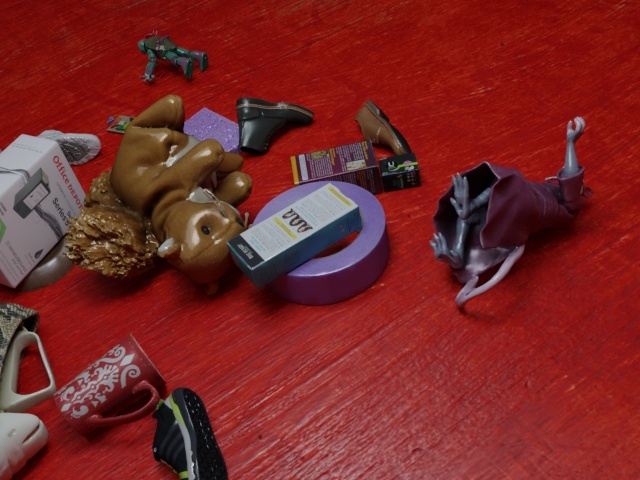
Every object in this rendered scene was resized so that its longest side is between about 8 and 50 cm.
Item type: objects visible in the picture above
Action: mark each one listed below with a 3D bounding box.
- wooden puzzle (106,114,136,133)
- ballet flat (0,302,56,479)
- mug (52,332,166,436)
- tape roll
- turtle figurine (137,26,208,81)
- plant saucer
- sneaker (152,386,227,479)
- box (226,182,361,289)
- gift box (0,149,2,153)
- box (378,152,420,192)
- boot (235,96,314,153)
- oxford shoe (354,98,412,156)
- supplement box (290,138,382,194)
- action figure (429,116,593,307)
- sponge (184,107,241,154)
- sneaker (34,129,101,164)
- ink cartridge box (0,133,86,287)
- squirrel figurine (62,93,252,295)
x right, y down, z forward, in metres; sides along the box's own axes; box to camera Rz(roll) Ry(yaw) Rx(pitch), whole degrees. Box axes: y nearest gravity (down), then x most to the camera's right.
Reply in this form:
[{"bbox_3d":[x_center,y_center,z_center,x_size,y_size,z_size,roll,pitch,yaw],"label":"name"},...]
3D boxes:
[{"bbox_3d":[-0.539,-0.319,1.990,0.116,0.014,0.078,6,47,20],"label":"wooden puzzle"},{"bbox_3d":[-0.569,0.288,1.300,0.182,0.164,0.482,0,40,-15],"label":"ballet flat"},{"bbox_3d":[-0.371,0.262,1.284,0.169,0.113,0.150,-35,19,-16],"label":"mug"},{"bbox_3d":[0.000,0.000,1.484,0.275,0.090,0.274,-7,45,7],"label":"tape roll"},{"bbox_3d":[-0.455,-0.536,2.125,0.234,0.118,0.175,17,52,21],"label":"turtle figurine"},{"bbox_3d":[-0.642,0.031,1.646,0.199,0.036,0.198,-7,44,7],"label":"plant saucer"},{"bbox_3d":[-0.225,0.354,1.208,0.097,0.084,0.234,-37,43,10],"label":"sneaker"},{"bbox_3d":[-0.048,-0.011,1.399,0.244,0.060,0.100,-31,46,-17],"label":"box"},{"bbox_3d":[-0.956,-0.217,1.813,0.255,0.258,0.276,29,57,35],"label":"gift box"},{"bbox_3d":[0.176,-0.151,1.621,0.083,0.052,0.062,-11,44,4],"label":"box"},{"bbox_3d":[-0.115,-0.270,1.811,0.198,0.077,0.137,4,78,-16],"label":"boot"},{"bbox_3d":[0.147,-0.248,1.729,0.076,0.076,0.212,-44,47,12],"label":"oxford shoe"},{"bbox_3d":[0.035,-0.148,1.631,0.188,0.080,0.104,-12,44,2],"label":"supplement box"},{"bbox_3d":[0.400,-0.058,1.376,0.370,0.248,0.275,-9,74,-30],"label":"action figure"},{"bbox_3d":[-0.273,-0.270,1.864,0.210,0.031,0.117,30,58,35],"label":"sponge"},{"bbox_3d":[-0.683,-0.256,1.910,0.232,0.090,0.115,-6,41,6],"label":"sneaker"},{"bbox_3d":[-0.653,-0.068,1.578,0.115,0.198,0.273,13,50,25],"label":"ink cartridge box"},{"bbox_3d":[-0.325,-0.041,1.528,0.397,0.281,0.370,-28,55,5],"label":"squirrel figurine"}]
